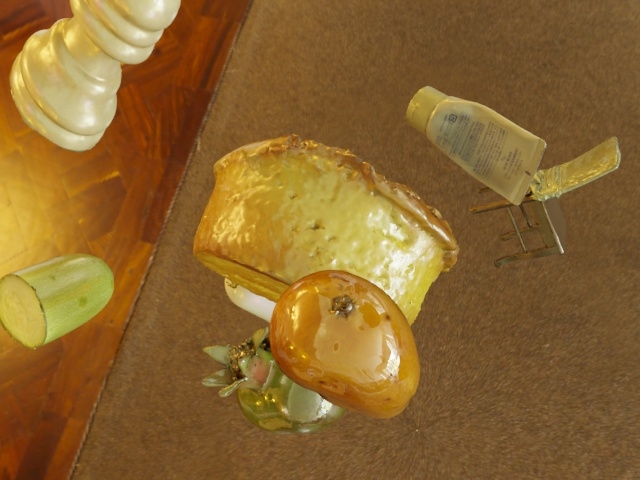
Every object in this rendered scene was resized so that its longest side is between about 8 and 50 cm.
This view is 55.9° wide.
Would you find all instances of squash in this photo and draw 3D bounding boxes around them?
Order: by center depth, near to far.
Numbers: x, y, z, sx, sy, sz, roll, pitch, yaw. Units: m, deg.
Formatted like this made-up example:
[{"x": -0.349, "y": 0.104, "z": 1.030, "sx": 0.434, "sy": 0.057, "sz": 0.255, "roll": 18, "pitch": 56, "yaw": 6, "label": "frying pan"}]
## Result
[{"x": -0.394, "y": 0.082, "z": 0.934, "sx": 0.123, "sy": 0.187, "sz": 0.123, "roll": 6, "pitch": 106, "yaw": 23, "label": "squash"}]

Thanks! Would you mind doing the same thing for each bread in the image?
[{"x": 0.000, "y": 0.000, "z": 0.909, "sx": 0.398, "sy": 0.398, "sz": 0.215, "roll": 21, "pitch": 78, "yaw": 15, "label": "bread"}]

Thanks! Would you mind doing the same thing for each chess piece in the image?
[{"x": -0.223, "y": -0.246, "z": 0.660, "sx": 0.307, "sy": 0.124, "sz": 0.139, "roll": -37, "pitch": 36, "yaw": 33, "label": "chess piece"}]

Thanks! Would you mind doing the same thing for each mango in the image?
[{"x": 0.026, "y": 0.079, "z": 0.440, "sx": 0.105, "sy": 0.159, "sz": 0.084, "roll": 19, "pitch": 73, "yaw": 25, "label": "mango"}]

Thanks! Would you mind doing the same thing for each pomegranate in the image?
[{"x": -0.056, "y": 0.169, "z": 0.755, "sx": 0.152, "sy": 0.191, "sz": 0.131, "roll": -18, "pitch": 53, "yaw": 42, "label": "pomegranate"}]

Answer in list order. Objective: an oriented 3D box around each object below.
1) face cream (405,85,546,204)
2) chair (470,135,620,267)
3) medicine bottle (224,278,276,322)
[{"x": 0.237, "y": -0.157, "z": 0.933, "sx": 0.070, "sy": 0.114, "sz": 0.224, "roll": -28, "pitch": 53, "yaw": -36, "label": "face cream"}, {"x": 0.516, "y": -0.080, "z": 1.333, "sx": 0.319, "sy": 0.160, "sz": 0.186, "roll": -18, "pitch": 109, "yaw": 31, "label": "chair"}, {"x": -0.047, "y": 0.127, "z": 1.258, "sx": 0.130, "sy": 0.341, "sz": 0.130, "roll": -32, "pitch": 41, "yaw": 33, "label": "medicine bottle"}]
